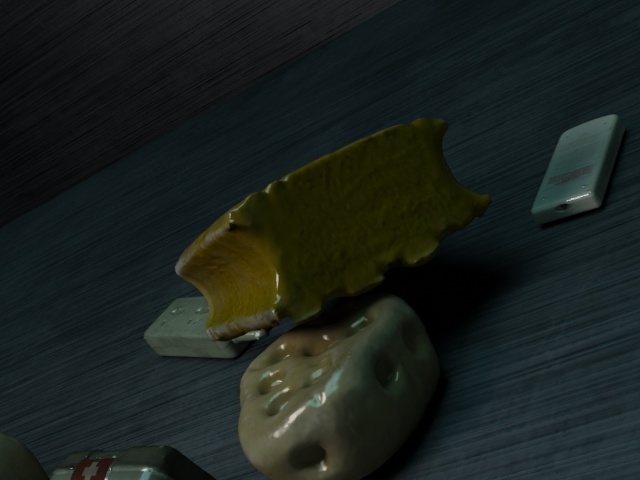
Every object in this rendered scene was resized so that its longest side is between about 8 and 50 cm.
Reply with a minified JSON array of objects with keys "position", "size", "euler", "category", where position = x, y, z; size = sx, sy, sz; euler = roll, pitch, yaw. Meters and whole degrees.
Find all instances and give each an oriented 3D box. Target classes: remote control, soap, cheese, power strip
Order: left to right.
[{"position":[-0.161,0.129,1.416],"size":[0.288,0.053,0.093],"euler":[-8,33,52],"category":"power strip"},{"position":[0.000,0.000,1.139],"size":[0.293,0.156,0.335],"euler":[-29,-1,-20],"category":"soap"},{"position":[0.013,0.157,0.995],"size":[0.235,0.117,0.218],"euler":[-41,19,-23],"category":"cheese"},{"position":[0.320,-0.091,1.173],"size":[0.087,0.029,0.190],"euler":[-19,27,37],"category":"remote control"}]

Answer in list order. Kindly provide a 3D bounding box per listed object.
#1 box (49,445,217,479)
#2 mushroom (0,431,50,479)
[{"position":[-0.197,0.298,0.986],"size":[0.210,0.148,0.129],"euler":[-16,40,42],"category":"box"},{"position":[-0.450,0.318,1.072],"size":[0.297,0.297,0.290],"euler":[-40,55,-10],"category":"mushroom"}]
